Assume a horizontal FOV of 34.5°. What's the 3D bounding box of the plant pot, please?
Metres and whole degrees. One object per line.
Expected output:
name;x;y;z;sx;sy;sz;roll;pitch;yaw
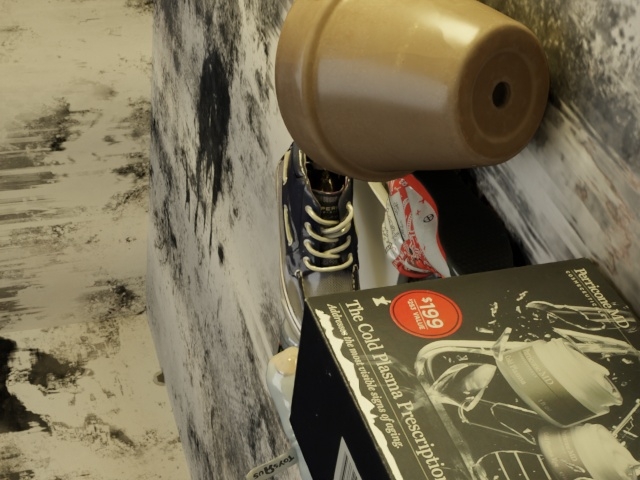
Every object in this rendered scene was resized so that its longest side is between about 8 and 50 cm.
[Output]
plant pot;0.118;-0.179;1.130;0.229;0.263;0.263;21;118;50

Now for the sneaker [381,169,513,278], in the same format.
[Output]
sneaker;0.152;0.010;1.282;0.270;0.090;0.145;-116;25;-44

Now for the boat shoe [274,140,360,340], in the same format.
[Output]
boat shoe;0.000;0.000;1.526;0.158;0.127;0.340;120;140;-69

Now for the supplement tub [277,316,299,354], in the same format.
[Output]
supplement tub;-0.020;0.213;1.824;0.117;0.117;0.190;-115;26;-43

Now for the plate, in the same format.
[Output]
plate;0.074;0.019;1.589;0.278;0.045;0.277;-117;28;-47

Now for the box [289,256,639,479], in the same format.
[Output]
box;0.173;0.200;0.936;0.343;0.312;0.179;-118;28;-46

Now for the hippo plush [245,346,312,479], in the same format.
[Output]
hippo plush;0.033;0.238;1.376;0.234;0.294;0.236;52;166;-2

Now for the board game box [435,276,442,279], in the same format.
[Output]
board game box;0.183;0.163;1.328;0.136;0.035;0.201;104;153;-47
